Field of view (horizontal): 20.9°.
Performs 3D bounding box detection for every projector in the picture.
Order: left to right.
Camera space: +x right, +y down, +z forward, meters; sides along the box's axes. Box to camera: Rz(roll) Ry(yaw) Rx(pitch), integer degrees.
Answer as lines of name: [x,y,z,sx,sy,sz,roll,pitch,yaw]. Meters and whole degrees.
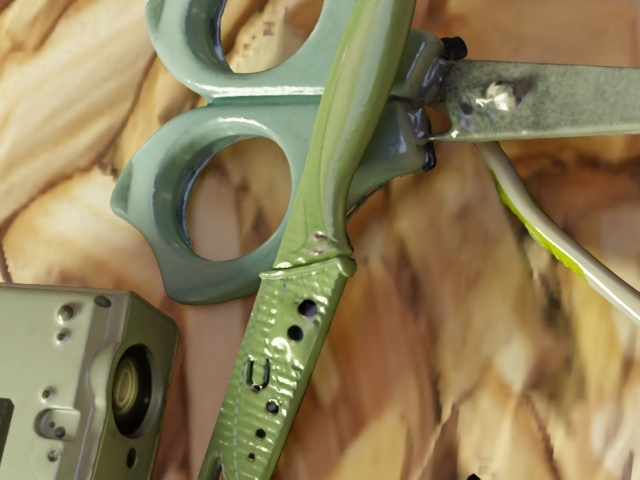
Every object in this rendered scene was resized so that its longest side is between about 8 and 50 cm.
projector: [-0.138,0.093,0.777,0.115,0.061,0.147,3,69,24]

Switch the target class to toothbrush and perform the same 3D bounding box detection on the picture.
toothbrush: [0.104,-0.006,0.735,0.026,0.022,0.263,-45,56,-4]

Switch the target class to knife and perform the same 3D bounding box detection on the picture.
knife: [-0.001,0.000,0.745,0.043,0.020,0.293,20,91,31]

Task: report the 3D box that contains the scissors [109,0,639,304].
scissors: [0.064,-0.059,0.751,0.360,0.029,0.191,3,78,29]

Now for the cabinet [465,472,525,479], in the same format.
cabinet: [0.225,0.210,0.468,0.318,0.227,0.290,-10,63,18]
